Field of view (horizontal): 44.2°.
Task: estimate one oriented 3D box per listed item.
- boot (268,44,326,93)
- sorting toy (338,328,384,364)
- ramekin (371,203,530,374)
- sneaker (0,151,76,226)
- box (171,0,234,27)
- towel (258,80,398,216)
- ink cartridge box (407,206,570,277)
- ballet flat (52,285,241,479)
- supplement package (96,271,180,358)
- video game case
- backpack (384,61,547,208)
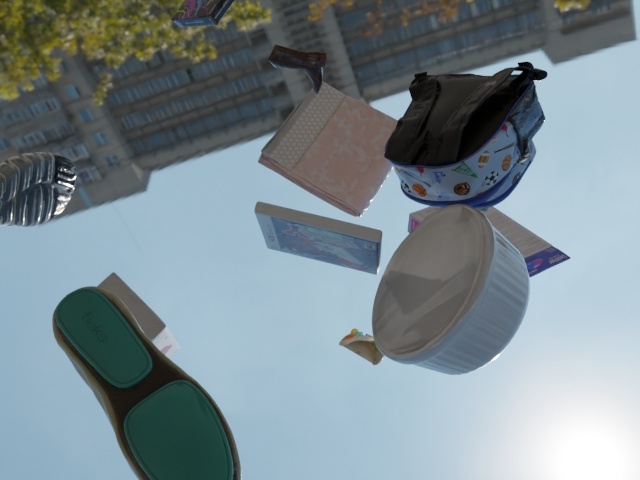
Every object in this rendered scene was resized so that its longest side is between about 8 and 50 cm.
[{"bbox_3d":[-0.050,-0.347,1.593,0.114,0.106,0.037,5,-131,-6],"label":"boot"},{"bbox_3d":[0.090,0.190,1.433,0.075,0.083,0.045,-11,-130,62],"label":"sorting toy"},{"bbox_3d":[0.211,0.089,1.254,0.273,0.127,0.273,-46,-154,30],"label":"ramekin"},{"bbox_3d":[-0.369,-0.064,0.818,0.132,0.086,0.228,23,-159,15],"label":"sneaker"},{"bbox_3d":[-0.240,-0.509,1.682,0.162,0.029,0.116,15,-112,47],"label":"box"},{"bbox_3d":[0.048,-0.254,2.102,0.317,0.053,0.332,30,-119,8],"label":"towel"},{"bbox_3d":[0.355,0.008,1.693,0.185,0.065,0.311,-20,-142,-28],"label":"ink cartridge box"},{"bbox_3d":[-0.145,0.140,0.669,0.086,0.086,0.248,-32,-120,-16],"label":"ballet flat"},{"bbox_3d":[-0.454,0.224,1.806,0.175,0.293,0.177,43,-104,9],"label":"supplement package"},{"bbox_3d":[0.000,0.000,1.283,0.201,0.183,0.023,13,-107,7],"label":"video game case"},{"bbox_3d":[0.250,-0.175,1.425,0.276,0.213,0.263,5,-138,45],"label":"backpack"}]
